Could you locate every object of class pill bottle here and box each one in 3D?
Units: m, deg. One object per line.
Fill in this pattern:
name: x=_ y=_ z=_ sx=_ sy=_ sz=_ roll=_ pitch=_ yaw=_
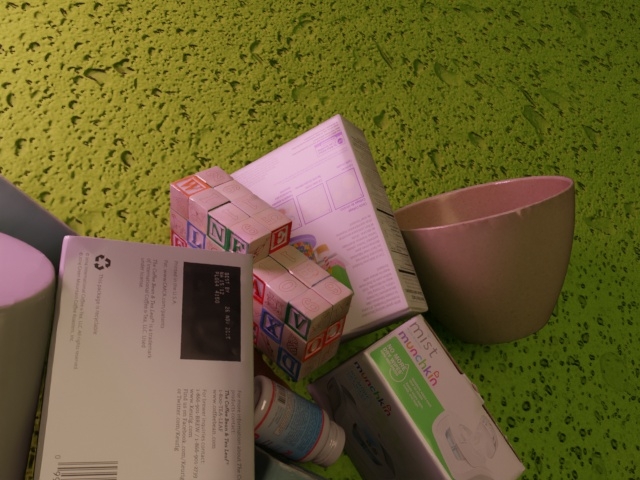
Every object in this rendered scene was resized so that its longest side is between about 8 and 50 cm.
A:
pill bottle: x=-0.044 y=0.266 z=0.919 sx=0.160 sy=0.087 sz=0.087 roll=35 pitch=56 yaw=-24

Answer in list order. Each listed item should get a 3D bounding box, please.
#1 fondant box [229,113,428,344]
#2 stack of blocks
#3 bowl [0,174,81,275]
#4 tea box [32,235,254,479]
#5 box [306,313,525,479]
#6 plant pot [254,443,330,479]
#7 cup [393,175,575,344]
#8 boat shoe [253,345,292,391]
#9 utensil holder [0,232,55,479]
fondant box: x=0.000 y=0.000 z=1.033 sx=0.096 sy=0.238 sz=0.330 roll=19 pitch=50 yaw=-60
stack of blocks: x=-0.096 y=0.042 z=0.928 sx=0.297 sy=0.171 sz=0.087 roll=36 pitch=45 yaw=28
bowl: x=-0.473 y=-0.025 z=0.837 sx=0.312 sy=0.311 sz=0.163 roll=37 pitch=77 yaw=-3
tea box: x=-0.226 y=0.210 z=0.786 sx=0.220 sy=0.323 sz=0.328 roll=7 pitch=64 yaw=-20
box: x=0.133 y=0.276 z=0.962 sx=0.127 sy=0.231 sz=0.262 roll=-28 pitch=80 yaw=-31
plant pot: x=-0.032 y=0.436 z=0.821 sx=0.247 sy=0.248 sz=0.252 roll=29 pitch=72 yaw=-8
cup: x=0.292 y=0.042 z=1.119 sx=0.331 sy=0.331 sz=0.236 roll=-20 pitch=101 yaw=-29
boat shoe: x=-0.099 y=0.224 z=0.980 sx=0.073 sy=0.073 sz=0.207 roll=-36 pitch=104 yaw=-29
utensil holder: x=-0.445 y=0.188 z=0.611 sx=0.328 sy=0.327 sz=0.385 roll=12 pitch=101 yaw=-17
